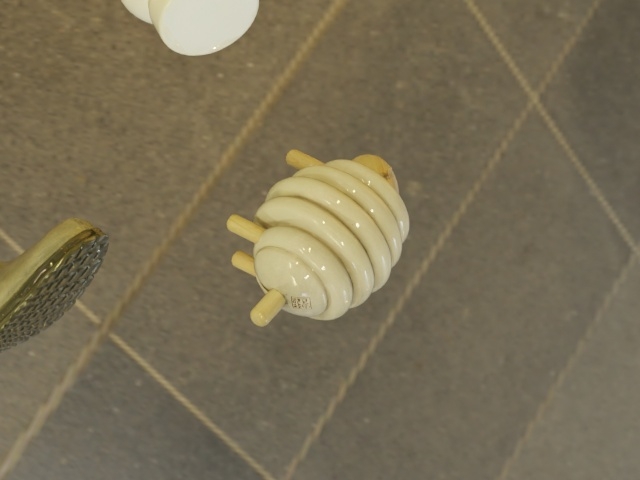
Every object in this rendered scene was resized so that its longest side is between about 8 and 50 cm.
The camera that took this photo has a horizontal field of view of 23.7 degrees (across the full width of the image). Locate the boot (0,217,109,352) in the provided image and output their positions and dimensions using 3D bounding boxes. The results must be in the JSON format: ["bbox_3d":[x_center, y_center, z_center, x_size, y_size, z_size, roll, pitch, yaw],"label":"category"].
[{"bbox_3d":[-0.286,0.023,1.151,0.246,0.161,0.083,-41,169,23],"label":"boot"}]

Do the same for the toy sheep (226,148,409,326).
[{"bbox_3d":[0.000,0.000,0.847,0.132,0.091,0.091,-52,129,-27],"label":"toy sheep"}]

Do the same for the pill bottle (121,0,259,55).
[{"bbox_3d":[-0.131,-0.255,1.277,0.117,0.208,0.118,-19,145,-14],"label":"pill bottle"}]
